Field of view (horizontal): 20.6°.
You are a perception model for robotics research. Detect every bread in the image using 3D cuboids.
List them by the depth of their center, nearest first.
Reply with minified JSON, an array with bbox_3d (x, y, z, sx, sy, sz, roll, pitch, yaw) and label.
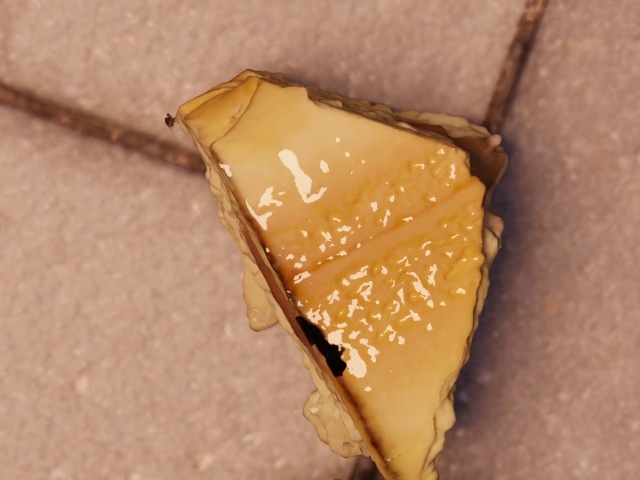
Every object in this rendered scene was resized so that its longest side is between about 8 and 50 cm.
[{"bbox_3d":[-0.009,0.008,1.034,0.211,0.183,0.224,21,90,-9],"label":"bread"}]

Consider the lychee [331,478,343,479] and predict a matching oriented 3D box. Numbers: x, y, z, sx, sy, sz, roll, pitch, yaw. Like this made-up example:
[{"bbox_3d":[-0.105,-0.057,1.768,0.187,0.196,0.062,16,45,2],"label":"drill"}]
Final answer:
[{"bbox_3d":[0.016,0.270,1.035,0.274,0.255,0.255,5,96,-15],"label":"lychee"}]
